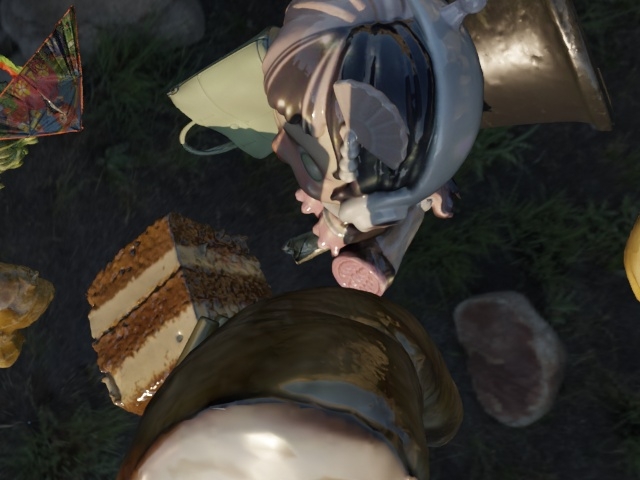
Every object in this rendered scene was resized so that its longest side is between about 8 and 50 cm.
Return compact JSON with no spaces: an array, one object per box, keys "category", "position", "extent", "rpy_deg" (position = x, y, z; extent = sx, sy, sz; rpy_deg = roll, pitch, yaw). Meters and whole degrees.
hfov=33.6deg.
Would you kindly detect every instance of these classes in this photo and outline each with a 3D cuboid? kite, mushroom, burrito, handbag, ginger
[{"category":"kite","position":[-0.309,-0.164,1.128],"extent":[0.190,0.010,0.159],"rpy_deg":[-52,133,-10]},{"category":"mushroom","position":[-0.012,0.146,0.746],"extent":[0.224,0.397,0.314],"rpy_deg":[-19,113,10]},{"category":"burrito","position":[0.000,-0.001,2.004],"extent":[0.051,0.171,0.042],"rpy_deg":[50,30,-23]},{"category":"handbag","position":[-0.129,-0.244,1.884],"extent":[0.241,0.315,0.109],"rpy_deg":[31,50,-35]},{"category":"ginger","position":[-0.481,0.063,1.538],"extent":[0.147,0.334,0.081],"rpy_deg":[-19,45,0]}]

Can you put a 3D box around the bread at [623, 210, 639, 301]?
[{"category":"bread","position":[0.403,-0.111,0.898],"extent":[0.329,0.245,0.424],"rpy_deg":[27,82,-41]}]

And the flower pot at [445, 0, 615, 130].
[{"category":"flower pot","position":[0.202,-0.282,1.359],"extent":[0.251,0.379,0.379],"rpy_deg":[-18,85,17]}]

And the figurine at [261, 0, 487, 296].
[{"category":"figurine","position":[0.050,-0.128,1.096],"extent":[0.211,0.361,0.253],"rpy_deg":[-33,66,-12]}]

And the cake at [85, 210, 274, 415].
[{"category":"cake","position":[-0.237,0.141,1.896],"extent":[0.255,0.282,0.290],"rpy_deg":[14,43,-52]}]

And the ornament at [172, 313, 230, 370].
[{"category":"ornament","position":[-0.126,0.182,0.910],"extent":[0.061,0.230,0.245],"rpy_deg":[23,85,2]}]

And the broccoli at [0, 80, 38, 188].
[{"category":"broccoli","position":[-0.579,-0.122,1.637],"extent":[0.288,0.245,0.248],"rpy_deg":[-39,130,9]}]
